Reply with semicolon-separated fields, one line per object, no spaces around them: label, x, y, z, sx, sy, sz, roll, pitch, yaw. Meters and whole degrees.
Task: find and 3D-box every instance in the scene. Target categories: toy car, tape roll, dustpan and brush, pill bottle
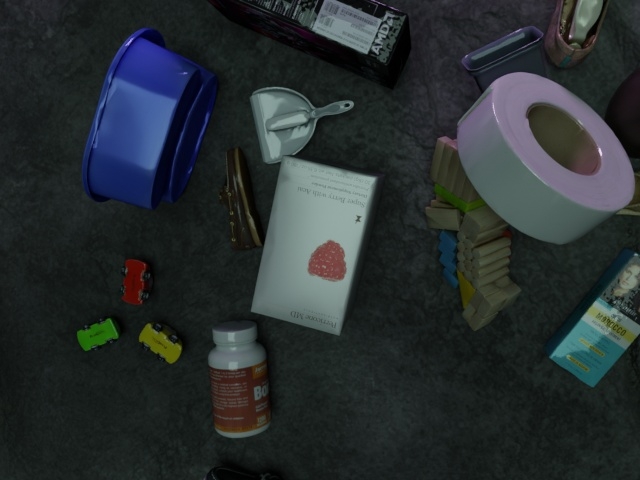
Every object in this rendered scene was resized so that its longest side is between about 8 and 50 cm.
toy car;-0.424;0.176;1.286;0.224;0.053;0.239;-22;92;14
tape roll;0.366;-0.139;0.968;0.286;0.286;0.100;42;140;3
dustpan and brush;-0.034;-0.239;1.147;0.211;0.060;0.147;-11;95;12
pill bottle;-0.167;0.280;1.213;0.121;0.121;0.216;-2;98;11

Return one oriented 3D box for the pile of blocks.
pile of blocks;0.292;-0.020;1.105;0.112;0.149;0.363;-18;107;-30

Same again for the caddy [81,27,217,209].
caddy;-0.335;-0.220;1.120;0.179;0.241;0.342;21;101;1

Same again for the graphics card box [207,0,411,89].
graphics card box;-0.025;-0.392;1.037;0.370;0.233;0.094;24;97;6

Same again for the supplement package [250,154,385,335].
supplement package;0.000;0.000;1.114;0.177;0.175;0.293;14;100;8

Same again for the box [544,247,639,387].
box;0.532;0.142;1.088;0.100;0.060;0.244;35;103;5

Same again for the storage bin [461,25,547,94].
storage bin;0.333;-0.306;1.057;0.135;0.098;0.091;-23;120;13

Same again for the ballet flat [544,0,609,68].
ballet flat;0.463;-0.453;0.996;0.107;0.106;0.316;10;99;9

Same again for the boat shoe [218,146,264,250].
boat shoe;-0.170;-0.081;1.189;0.073;0.073;0.207;-9;96;10

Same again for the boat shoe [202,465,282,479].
boat shoe;-0.099;0.543;1.248;0.302;0.114;0.091;27;103;-6

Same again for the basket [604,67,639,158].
basket;0.582;-0.223;0.943;0.154;0.227;0.204;46;103;2

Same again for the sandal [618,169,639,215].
sandal;0.556;-0.081;1.043;0.239;0.079;0.088;-6;97;12
